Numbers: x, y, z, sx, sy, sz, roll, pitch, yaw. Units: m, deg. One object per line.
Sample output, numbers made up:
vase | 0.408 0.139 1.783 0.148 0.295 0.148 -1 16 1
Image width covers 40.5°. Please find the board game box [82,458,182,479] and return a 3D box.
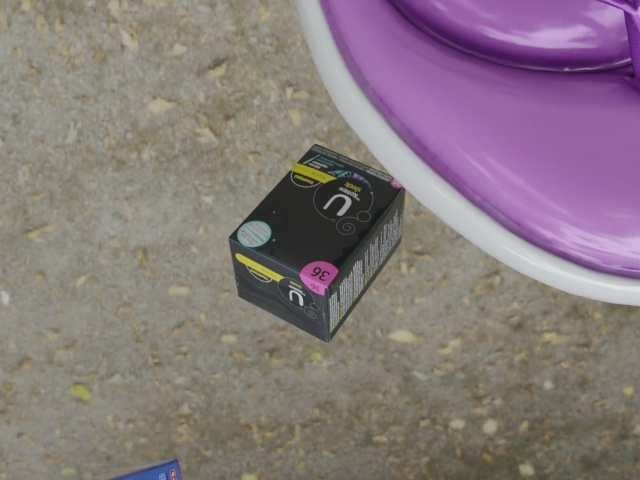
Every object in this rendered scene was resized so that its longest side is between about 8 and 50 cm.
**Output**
board game box | -0.199 0.393 0.767 0.078 0.347 0.233 -17 170 30

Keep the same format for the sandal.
sandal | 0.050 -0.164 0.343 0.169 0.416 0.102 -24 160 -3

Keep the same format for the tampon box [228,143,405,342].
tampon box | 0.000 0.000 0.916 0.120 0.161 0.101 25 145 21
